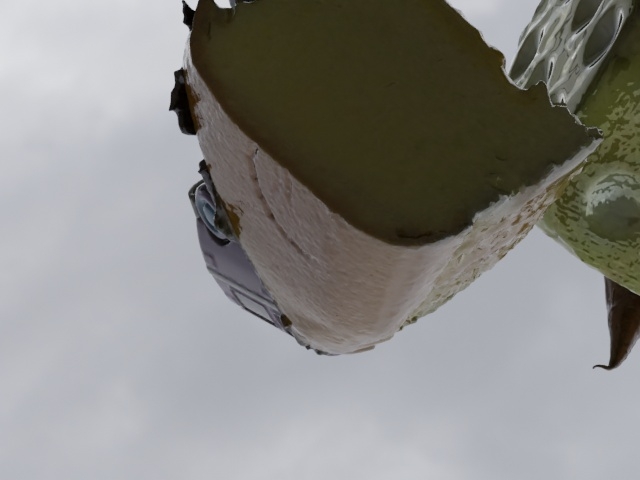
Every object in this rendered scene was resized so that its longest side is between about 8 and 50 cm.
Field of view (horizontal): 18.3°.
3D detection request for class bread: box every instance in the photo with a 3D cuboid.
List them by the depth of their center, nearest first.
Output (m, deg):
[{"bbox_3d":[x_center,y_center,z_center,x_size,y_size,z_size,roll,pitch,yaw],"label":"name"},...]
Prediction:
[{"bbox_3d":[0.015,-0.046,0.865,0.140,0.160,0.169,-32,167,-24],"label":"bread"}]

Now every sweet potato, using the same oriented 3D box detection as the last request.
[{"bbox_3d":[0.208,0.014,1.275,0.056,0.056,0.195,-1,-136,35],"label":"sweet potato"}]

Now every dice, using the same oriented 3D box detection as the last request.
[{"bbox_3d":[0.205,-0.072,1.130,0.166,0.169,0.169,-58,-164,21],"label":"dice"}]

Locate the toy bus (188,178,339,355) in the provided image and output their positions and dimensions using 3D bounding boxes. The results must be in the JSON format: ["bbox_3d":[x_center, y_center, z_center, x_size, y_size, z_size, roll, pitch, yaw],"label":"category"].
[{"bbox_3d":[0.000,0.000,1.638,0.142,0.142,0.202,-30,-151,-22],"label":"toy bus"}]

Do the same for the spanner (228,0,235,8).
[{"bbox_3d":[-0.049,-0.149,1.013,0.026,0.325,0.093,-43,-121,-14],"label":"spanner"}]
